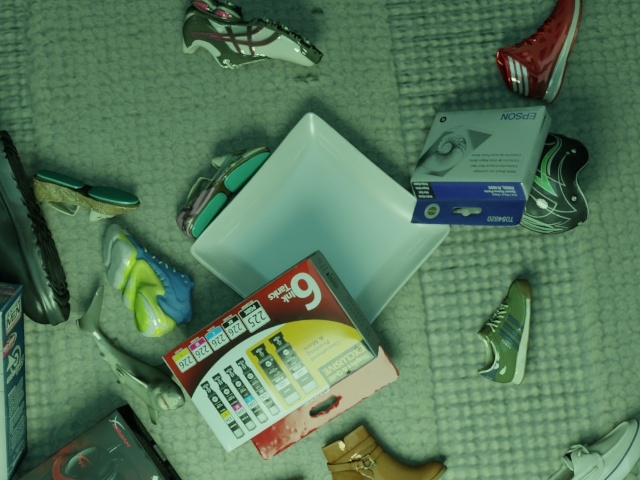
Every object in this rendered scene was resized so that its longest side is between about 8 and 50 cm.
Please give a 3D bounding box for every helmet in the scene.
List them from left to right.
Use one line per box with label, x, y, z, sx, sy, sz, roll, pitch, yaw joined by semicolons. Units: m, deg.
helmet;0.399;-0.094;1.586;0.169;0.169;0.161;21;67;3

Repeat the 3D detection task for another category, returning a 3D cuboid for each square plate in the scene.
square plate;0.000;0.000;1.637;0.344;0.049;0.347;40;86;5

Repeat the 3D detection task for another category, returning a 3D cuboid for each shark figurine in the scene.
shark figurine;-0.321;0.216;1.610;0.278;0.166;0.116;39;59;22

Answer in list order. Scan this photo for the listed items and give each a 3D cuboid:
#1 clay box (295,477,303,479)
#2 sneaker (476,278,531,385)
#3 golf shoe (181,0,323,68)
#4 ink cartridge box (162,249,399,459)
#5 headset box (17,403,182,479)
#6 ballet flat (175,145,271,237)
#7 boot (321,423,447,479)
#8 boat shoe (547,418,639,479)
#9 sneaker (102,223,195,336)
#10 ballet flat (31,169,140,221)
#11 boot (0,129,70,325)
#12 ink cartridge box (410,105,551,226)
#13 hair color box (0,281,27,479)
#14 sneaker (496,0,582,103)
clay box;-0.120;0.516;1.580;0.222;0.053;0.127;-17;83;-2
sneaker;0.326;0.162;1.606;0.086;0.064;0.192;5;87;-4
golf shoe;-0.128;-0.366;1.667;0.273;0.105;0.120;23;100;9
ink cartridge box;-0.060;0.215;1.537;0.309;0.130;0.272;-35;91;10
headset box;-0.404;0.462;1.560;0.293;0.110;0.218;-35;85;-3
ballet flat;-0.188;-0.104;1.646;0.079;0.077;0.221;39;85;28
boot;0.111;0.393;1.583;0.197;0.073;0.152;-26;80;-5
boat shoe;0.462;0.404;1.569;0.088;0.096;0.267;43;94;0
sneaker;-0.308;0.070;1.627;0.126;0.091;0.240;-5;57;-41
ballet flat;-0.435;-0.074;1.652;0.206;0.073;0.067;17;111;5
boot;-0.705;0.046;1.564;0.445;0.146;0.367;-21;86;-5
ink cartridge box;0.271;-0.132;1.561;0.223;0.045;0.224;2;61;38
hair color box;-0.599;0.238;1.514;0.174;0.105;0.347;7;114;0
sneaker;0.402;-0.375;1.656;0.128;0.087;0.221;14;83;1
